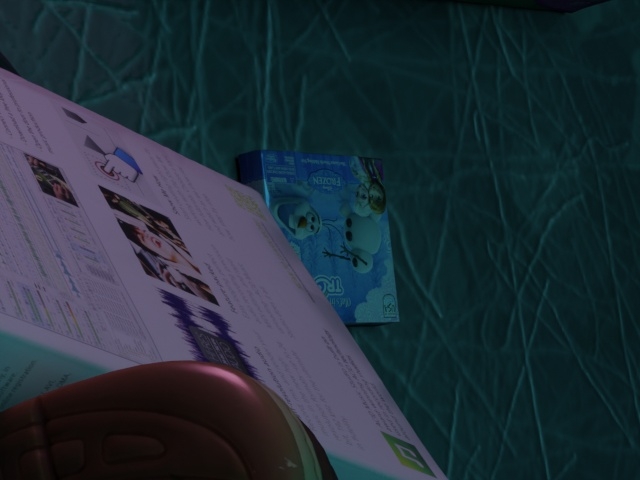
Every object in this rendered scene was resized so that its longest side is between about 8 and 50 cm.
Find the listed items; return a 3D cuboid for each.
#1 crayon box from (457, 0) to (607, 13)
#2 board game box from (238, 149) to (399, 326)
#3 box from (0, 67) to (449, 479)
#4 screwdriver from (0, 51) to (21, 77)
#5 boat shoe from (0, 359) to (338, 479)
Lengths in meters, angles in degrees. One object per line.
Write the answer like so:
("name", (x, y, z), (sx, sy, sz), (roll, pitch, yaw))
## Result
("crayon box", (0.042, -0.296, 1.029), (0.363, 0.106, 0.313), (-2, 82, -45))
("board game box", (0.000, 0.000, 0.977), (0.090, 0.020, 0.090), (1, 81, -45))
("box", (-0.113, 0.006, 0.724), (0.322, 0.058, 0.232), (27, 19, -38))
("screwdriver", (-0.123, -0.032, 0.871), (0.170, 0.025, 0.024), (58, 46, -29))
("boat shoe", (-0.103, 0.164, 0.637), (0.123, 0.342, 0.123), (19, 35, -47))
